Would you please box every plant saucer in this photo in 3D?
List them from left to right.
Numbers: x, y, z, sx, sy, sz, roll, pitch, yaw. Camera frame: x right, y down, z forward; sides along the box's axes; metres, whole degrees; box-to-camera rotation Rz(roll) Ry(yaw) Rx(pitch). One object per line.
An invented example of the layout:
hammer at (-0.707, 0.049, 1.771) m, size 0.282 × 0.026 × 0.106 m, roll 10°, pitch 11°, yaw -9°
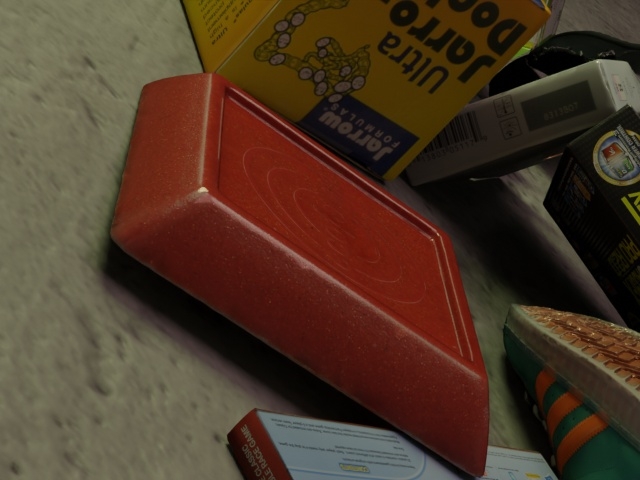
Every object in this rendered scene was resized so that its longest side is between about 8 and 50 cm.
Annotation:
plant saucer at (0.000, 0.000, 0.926) m, size 0.259 × 0.048 × 0.258 m, roll 33°, pitch 19°, yaw -16°

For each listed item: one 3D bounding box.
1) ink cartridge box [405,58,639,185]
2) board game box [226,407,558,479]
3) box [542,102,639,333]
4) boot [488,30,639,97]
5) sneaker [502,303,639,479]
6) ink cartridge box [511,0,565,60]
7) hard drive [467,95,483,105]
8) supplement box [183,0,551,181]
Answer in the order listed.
ink cartridge box at (0.193, -0.102, 1.302) m, size 0.232 × 0.189 × 0.066 m, roll -20°, pitch 91°, yaw -64°
board game box at (0.078, 0.168, 0.818) m, size 0.281 × 0.027 × 0.145 m, roll 17°, pitch 32°, yaw -49°
box at (0.272, 0.020, 1.212) m, size 0.216 × 0.060 × 0.270 m, roll 57°, pitch -1°, yaw 9°
boot at (0.259, -0.178, 1.658) m, size 0.207 × 0.094 × 0.246 m, roll -9°, pitch 15°, yaw -36°
sneaker at (0.192, 0.134, 1.003) m, size 0.108 × 0.121 × 0.302 m, roll 10°, pitch 14°, yaw -19°
ink cartridge box at (0.143, -0.261, 1.530) m, size 0.188 × 0.097 × 0.255 m, roll 18°, pitch 18°, yaw 13°
hard drive at (0.146, -0.117, 1.444) m, size 0.094 × 0.022 × 0.135 m, roll 38°, pitch 18°, yaw 24°
supplement box at (0.006, -0.254, 1.240) m, size 0.194 × 0.195 × 0.357 m, roll 28°, pitch 27°, yaw -35°
